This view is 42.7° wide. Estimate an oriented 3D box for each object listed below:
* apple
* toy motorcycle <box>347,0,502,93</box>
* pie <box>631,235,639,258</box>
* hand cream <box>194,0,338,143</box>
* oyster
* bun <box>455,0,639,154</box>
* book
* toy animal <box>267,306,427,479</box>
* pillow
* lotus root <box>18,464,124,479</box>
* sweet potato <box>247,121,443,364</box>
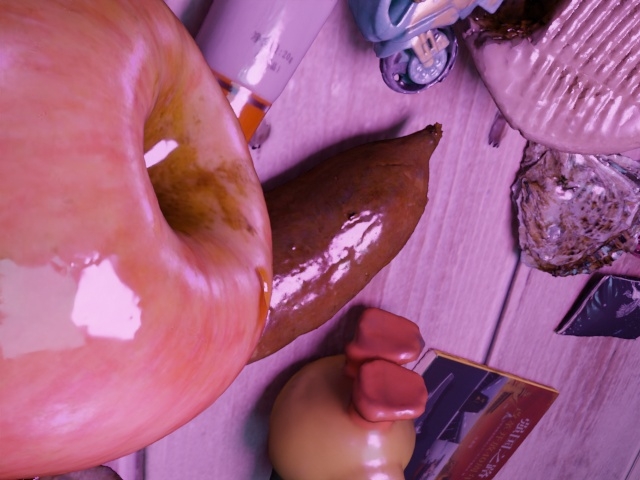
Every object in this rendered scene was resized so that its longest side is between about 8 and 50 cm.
[{"bbox_3d":[-0.236,-0.017,0.579,0.346,0.391,0.391,-16,135,12],"label":"apple"},{"bbox_3d":[0.114,-0.278,0.736,0.198,0.109,0.296,16,118,-44],"label":"toy motorcycle"},{"bbox_3d":[0.550,-0.065,1.275,0.204,0.054,0.218,-47,134,6],"label":"pie"},{"bbox_3d":[-0.029,-0.236,0.753,0.139,0.089,0.314,21,99,-36],"label":"hand cream"},{"bbox_3d":[0.357,-0.058,1.131,0.198,0.112,0.268,-3,134,-7],"label":"oyster"},{"bbox_3d":[0.304,-0.231,0.875,0.281,0.205,0.282,6,118,11],"label":"bun"},{"bbox_3d":[0.225,0.320,1.369,0.374,0.028,0.262,22,106,-41],"label":"book"},{"bbox_3d":[0.023,0.269,1.089,0.191,0.216,0.338,9,124,-7],"label":"toy animal"},{"bbox_3d":[0.504,0.114,1.382,0.208,0.055,0.141,6,127,-35],"label":"pillow"},{"bbox_3d":[-0.330,0.371,0.976,0.210,0.142,0.314,-55,144,-43],"label":"lotus root"},{"bbox_3d":[0.000,0.000,0.898,0.369,0.158,0.158,-32,134,-16],"label":"sweet potato"}]
